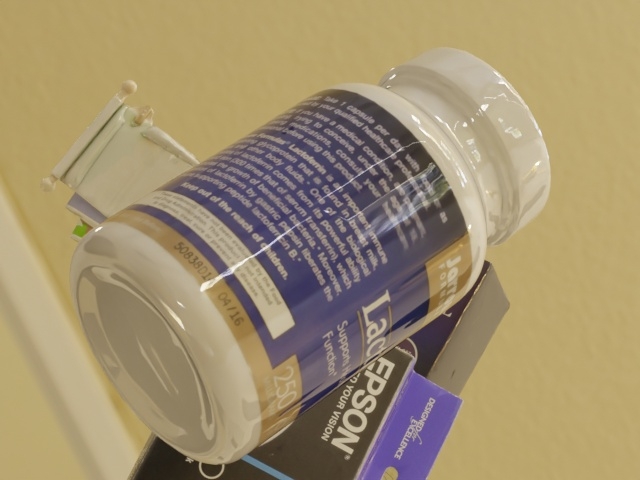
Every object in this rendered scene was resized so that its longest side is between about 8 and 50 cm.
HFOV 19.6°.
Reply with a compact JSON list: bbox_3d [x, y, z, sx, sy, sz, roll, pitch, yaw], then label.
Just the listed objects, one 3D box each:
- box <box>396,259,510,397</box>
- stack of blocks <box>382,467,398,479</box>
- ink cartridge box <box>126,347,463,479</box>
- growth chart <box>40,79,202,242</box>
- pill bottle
[{"bbox_3d":[0.007,0.066,1.648,0.184,0.261,0.103,-61,154,-14],"label":"box"},{"bbox_3d":[-0.001,0.330,2.088,0.297,0.087,0.171,-49,168,-7],"label":"stack of blocks"},{"bbox_3d":[-0.016,0.156,1.375,0.206,0.208,0.045,-64,-171,-16],"label":"ink cartridge box"},{"bbox_3d":[-0.175,-0.029,1.914,0.172,0.237,0.021,-46,175,-6],"label":"growth chart"},{"bbox_3d":[0.000,0.000,1.074,0.265,0.153,0.153,-34,-169,-27],"label":"pill bottle"}]
